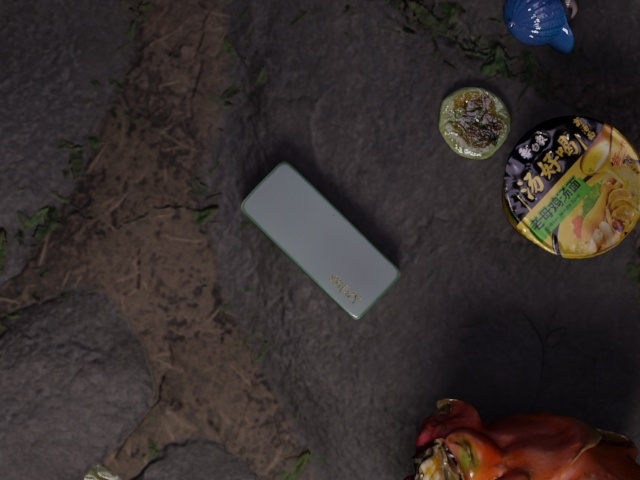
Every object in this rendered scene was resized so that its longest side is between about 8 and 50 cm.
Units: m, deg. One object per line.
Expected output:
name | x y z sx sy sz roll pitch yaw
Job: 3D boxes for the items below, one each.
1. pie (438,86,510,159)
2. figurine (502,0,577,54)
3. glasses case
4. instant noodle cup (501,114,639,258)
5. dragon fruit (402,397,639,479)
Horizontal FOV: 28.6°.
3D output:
pie | 0.172 -0.134 1.418 0.085 0.017 0.085 0 86 -3
figurine | 0.271 -0.278 1.403 0.086 0.087 0.149 35 84 38
glasses case | 0.000 0.000 1.393 0.184 0.039 0.078 44 86 1
instant noodle cup | 0.264 -0.055 1.366 0.151 0.122 0.151 0 89 -1
dragon fruit | 0.175 0.294 1.270 0.225 0.305 0.305 26 86 7
